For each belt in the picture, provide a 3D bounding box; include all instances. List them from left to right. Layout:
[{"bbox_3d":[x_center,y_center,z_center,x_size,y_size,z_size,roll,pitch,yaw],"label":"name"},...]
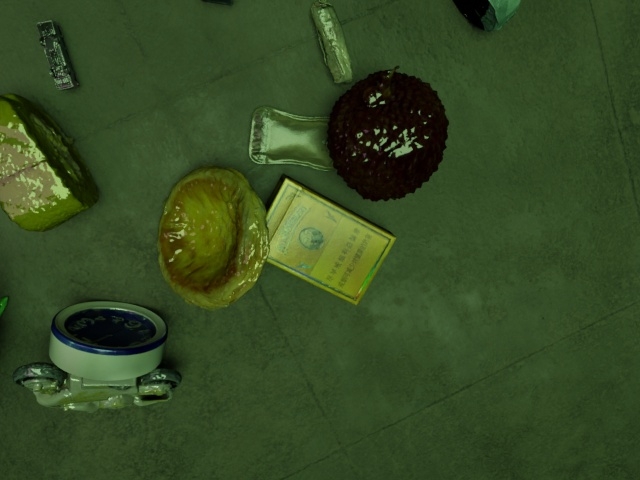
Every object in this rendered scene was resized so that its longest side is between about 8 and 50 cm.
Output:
[{"bbox_3d":[0.344,-0.545,1.077,0.078,0.151,0.198,-40,109,0],"label":"belt"}]

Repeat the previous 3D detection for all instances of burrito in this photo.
[{"bbox_3d":[0.024,-0.435,1.102,0.058,0.045,0.188,-26,106,-30],"label":"burrito"}]

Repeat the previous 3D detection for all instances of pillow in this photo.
[{"bbox_3d":[-0.052,-0.226,1.144,0.217,0.033,0.130,6,101,-12],"label":"pillow"}]

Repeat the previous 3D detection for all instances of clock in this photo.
[{"bbox_3d":[-0.449,0.209,1.077,0.230,0.230,0.083,12,105,-13],"label":"clock"}]

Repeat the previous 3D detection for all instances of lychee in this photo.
[{"bbox_3d":[0.137,-0.226,1.062,0.264,0.264,0.300,-17,137,-6],"label":"lychee"}]

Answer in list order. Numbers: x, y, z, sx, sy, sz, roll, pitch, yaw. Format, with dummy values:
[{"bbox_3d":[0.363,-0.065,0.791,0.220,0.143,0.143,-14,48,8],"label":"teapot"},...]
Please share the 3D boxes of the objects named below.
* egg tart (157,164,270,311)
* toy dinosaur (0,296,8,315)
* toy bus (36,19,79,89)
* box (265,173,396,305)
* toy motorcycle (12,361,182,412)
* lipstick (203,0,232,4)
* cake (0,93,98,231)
[{"bbox_3d":[-0.215,-0.005,1.082,0.128,0.319,0.319,12,105,-56],"label":"egg tart"},{"bbox_3d":[-0.712,0.287,0.984,0.144,0.374,0.500,-5,102,-18],"label":"toy dinosaur"},{"bbox_3d":[-0.526,-0.369,1.012,0.037,0.052,0.131,-14,104,-2],"label":"toy bus"},{"bbox_3d":[0.000,0.000,1.183,0.301,0.084,0.193,27,97,-15],"label":"box"},{"bbox_3d":[-0.495,0.327,1.132,0.340,0.108,0.223,9,145,-26],"label":"toy motorcycle"},{"bbox_3d":[-0.197,-0.644,0.997,0.068,0.066,0.317,4,103,-10],"label":"lipstick"},{"bbox_3d":[-0.569,-0.152,0.993,0.156,0.179,0.260,-28,104,-3],"label":"cake"}]
